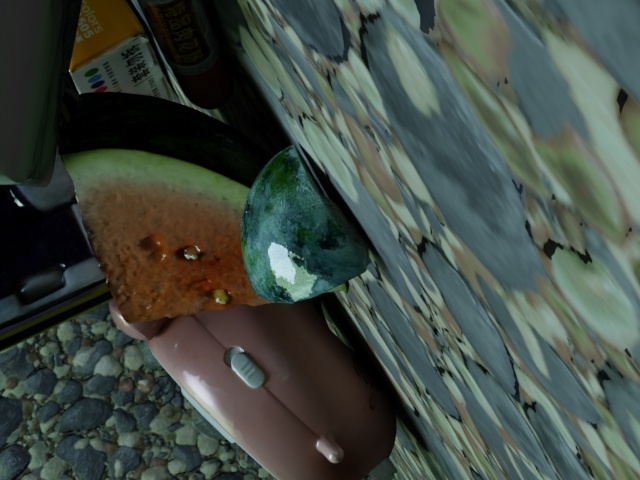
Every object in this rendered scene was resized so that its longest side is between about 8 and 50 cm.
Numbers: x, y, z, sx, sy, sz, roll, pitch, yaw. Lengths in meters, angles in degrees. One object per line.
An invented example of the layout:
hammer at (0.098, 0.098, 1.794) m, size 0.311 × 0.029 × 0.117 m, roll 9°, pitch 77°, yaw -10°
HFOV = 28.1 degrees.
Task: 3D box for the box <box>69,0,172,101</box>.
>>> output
box at (-0.261, -0.253, 1.273) m, size 0.273 × 0.091 × 0.221 m, roll 57°, pitch 174°, yaw 9°

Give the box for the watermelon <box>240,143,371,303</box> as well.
watermelon at (0.000, 0.000, 0.653) m, size 0.061 × 0.085 × 0.085 m, roll -6°, pitch -125°, yaw -50°

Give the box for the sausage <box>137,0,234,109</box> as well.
sausage at (-0.074, -0.120, 0.643) m, size 0.034 × 0.034 × 0.253 m, roll 56°, pitch 175°, yaw 17°

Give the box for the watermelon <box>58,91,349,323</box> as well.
watermelon at (-0.081, -0.036, 0.765) m, size 0.193 × 0.137 × 0.145 m, roll 30°, pitch -146°, yaw -29°

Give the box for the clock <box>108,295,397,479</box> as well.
clock at (-0.026, 0.107, 1.045) m, size 0.241 × 0.142 × 0.227 m, roll 46°, pitch 177°, yaw 16°

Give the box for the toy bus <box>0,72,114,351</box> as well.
toy bus at (-0.297, -0.132, 0.890) m, size 0.249 × 0.209 × 0.439 m, roll 43°, pitch -158°, yaw -85°

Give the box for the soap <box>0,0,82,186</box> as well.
soap at (-0.187, -0.132, 0.623) m, size 0.182 × 0.139 × 0.199 m, roll -152°, pitch 70°, yaw -83°
